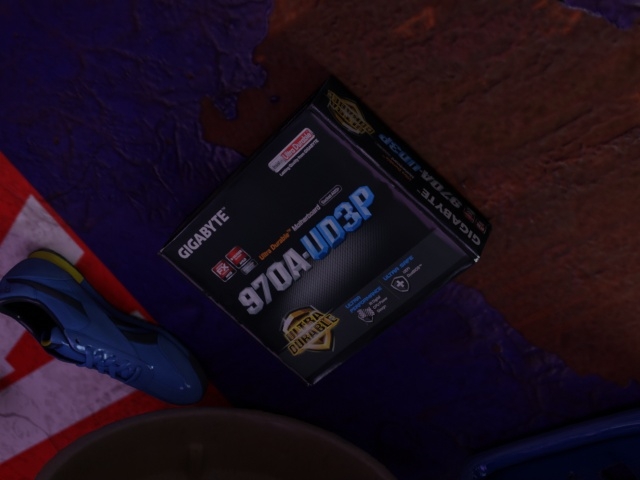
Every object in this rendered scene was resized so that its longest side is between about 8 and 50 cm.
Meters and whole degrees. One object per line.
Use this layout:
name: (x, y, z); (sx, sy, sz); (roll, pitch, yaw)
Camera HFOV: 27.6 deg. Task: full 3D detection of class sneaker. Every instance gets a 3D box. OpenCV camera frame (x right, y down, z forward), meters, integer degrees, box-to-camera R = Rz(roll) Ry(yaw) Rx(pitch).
sneaker: (-0.201, 0.097, 1.174); (0.209, 0.082, 0.069); (37, 127, -6)

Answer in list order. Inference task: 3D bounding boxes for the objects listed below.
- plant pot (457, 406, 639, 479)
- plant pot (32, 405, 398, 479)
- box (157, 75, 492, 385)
plant pot: (0.240, 0.294, 1.035); (0.236, 0.236, 0.212); (-21, 118, 32)
plant pot: (-0.094, 0.363, 1.116); (0.333, 0.334, 0.305); (15, 118, 12)
box: (0.000, 0.000, 1.040); (0.175, 0.051, 0.220); (43, 129, -9)
